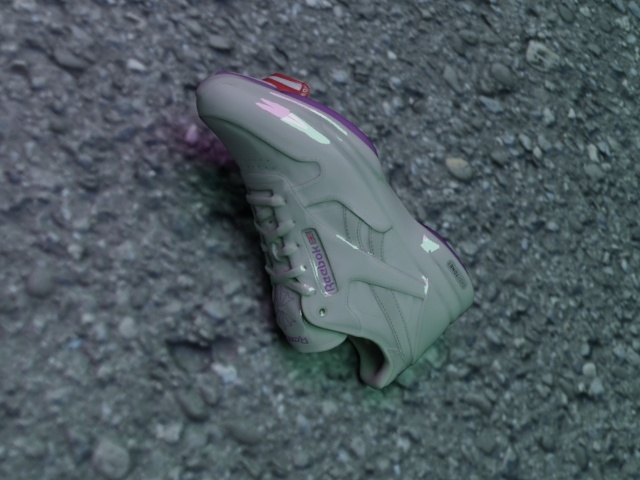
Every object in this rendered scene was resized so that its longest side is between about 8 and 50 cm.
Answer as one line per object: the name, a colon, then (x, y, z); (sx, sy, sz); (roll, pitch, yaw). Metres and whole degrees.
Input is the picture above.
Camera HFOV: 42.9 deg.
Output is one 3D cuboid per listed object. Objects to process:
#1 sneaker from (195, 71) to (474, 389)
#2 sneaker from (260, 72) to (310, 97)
sneaker: (0.000, 0.000, 0.652); (0.305, 0.114, 0.152); (46, 75, -22)
sneaker: (-0.023, -0.098, 0.734); (0.067, 0.042, 0.118); (-37, 92, -30)
